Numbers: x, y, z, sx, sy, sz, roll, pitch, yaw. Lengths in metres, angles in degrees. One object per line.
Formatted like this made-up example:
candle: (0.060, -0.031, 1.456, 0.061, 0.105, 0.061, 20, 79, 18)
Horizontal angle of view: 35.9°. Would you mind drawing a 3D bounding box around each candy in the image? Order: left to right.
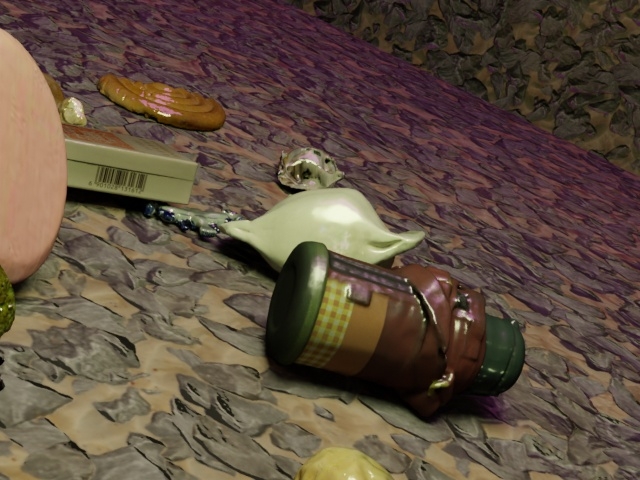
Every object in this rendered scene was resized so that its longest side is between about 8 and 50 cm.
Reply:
candy: (-0.323, -0.078, 0.898, 0.094, 0.255, 0.255, -4, 16, 13)

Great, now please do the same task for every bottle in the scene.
bottle: (0.087, 0.099, 1.036, 0.271, 0.156, 0.143, 17, -12, -15)

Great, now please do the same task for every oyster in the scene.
oyster: (-0.017, -0.114, 1.575, 0.108, 0.053, 0.165, -6, 32, 0)

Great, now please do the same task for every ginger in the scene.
ginger: (-0.394, -0.203, 1.390, 0.089, 0.075, 0.288, 37, 3, -37)

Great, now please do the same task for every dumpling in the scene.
dumpling: (0.000, 0.000, 1.250, 0.252, 0.131, 0.179, -1, 2, -1)

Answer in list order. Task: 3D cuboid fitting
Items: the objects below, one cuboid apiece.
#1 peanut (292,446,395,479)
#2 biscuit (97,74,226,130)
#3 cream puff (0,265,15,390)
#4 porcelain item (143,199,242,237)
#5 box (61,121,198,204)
peanut: (0.054, 0.244, 0.676, 0.101, 0.117, 0.263, 33, 6, -41)
biscuit: (-0.252, -0.227, 1.647, 0.224, 0.033, 0.144, 9, 24, -29)
cream puff: (-0.314, 0.054, 0.747, 0.169, 0.183, 0.183, 39, 6, -39)
porcelain item: (-0.152, -0.023, 1.249, 0.136, 0.021, 0.075, 7, 20, -33)
box: (-0.272, -0.101, 1.243, 0.201, 0.058, 0.141, 8, 13, -31)
